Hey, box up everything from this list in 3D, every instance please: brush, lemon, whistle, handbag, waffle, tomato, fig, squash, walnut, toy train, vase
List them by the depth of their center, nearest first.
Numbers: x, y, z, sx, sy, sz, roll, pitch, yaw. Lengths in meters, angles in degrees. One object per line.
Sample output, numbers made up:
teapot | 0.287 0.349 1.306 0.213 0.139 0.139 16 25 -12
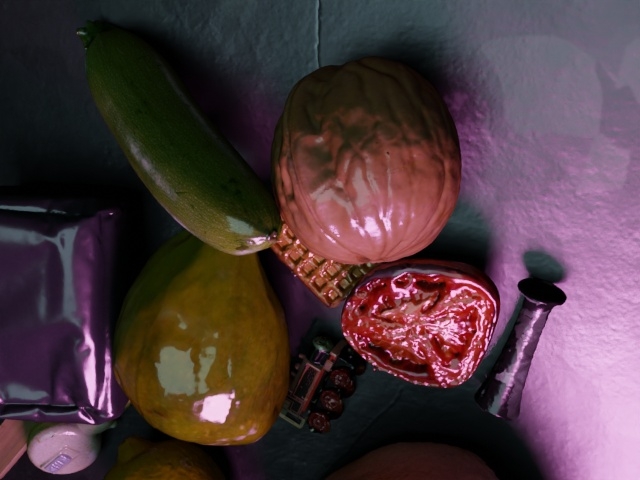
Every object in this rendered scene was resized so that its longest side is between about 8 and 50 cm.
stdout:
walnut | 0.046 -0.085 1.085 0.228 0.228 0.228 7 112 17
squash | -0.171 -0.117 1.139 0.395 0.107 0.107 51 121 28
vase | 0.232 0.127 1.181 0.059 0.059 0.167 21 115 11
tomato | 0.119 0.079 1.188 0.174 0.082 0.166 18 119 7
waffle | 0.000 0.000 1.222 0.148 0.042 0.102 46 117 -2
fig | -0.132 0.088 1.236 0.233 0.233 0.314 7 80 17
toy train | -0.001 0.182 1.289 0.087 0.050 0.138 30 117 10
handbag | -0.374 0.071 1.301 0.275 0.178 0.302 5 107 5
lemon | -0.202 0.377 1.362 0.184 0.184 0.248 -26 96 26
whistle | -0.329 0.264 1.421 0.198 0.057 0.104 -37 128 19
brush | -0.402 0.236 1.456 0.054 0.048 0.282 40 110 -2

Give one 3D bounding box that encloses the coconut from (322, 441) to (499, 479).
coconut | 0.105 0.458 1.184 0.404 0.404 0.405 7 112 17
